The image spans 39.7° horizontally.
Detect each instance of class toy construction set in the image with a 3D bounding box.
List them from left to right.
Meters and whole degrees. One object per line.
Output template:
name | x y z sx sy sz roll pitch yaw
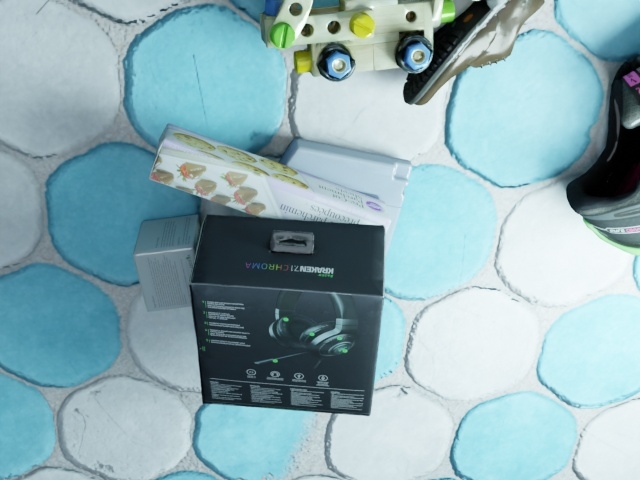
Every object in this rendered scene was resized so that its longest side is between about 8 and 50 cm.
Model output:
toy construction set | 0.050 -0.308 1.086 0.328 0.151 0.215 -2 113 5

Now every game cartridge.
game cartridge | 0.000 0.000 1.297 0.198 0.062 0.297 13 117 -6

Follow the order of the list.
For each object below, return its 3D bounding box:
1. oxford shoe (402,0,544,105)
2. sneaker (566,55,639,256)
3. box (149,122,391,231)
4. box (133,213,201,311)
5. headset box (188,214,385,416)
oxford shoe | 0.202 -0.251 1.158 0.096 0.083 0.227 36 112 -26
sneaker | 0.496 -0.190 1.155 0.202 0.185 0.483 19 115 -18
box | -0.065 -0.067 1.190 0.324 0.067 0.063 20 116 -13
box | -0.211 0.031 1.269 0.087 0.101 0.102 -7 119 0
headset box | -0.041 0.100 1.207 0.246 0.131 0.283 3 135 2
